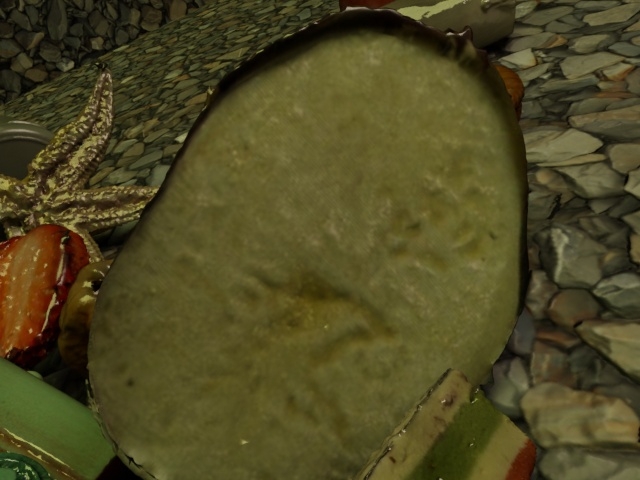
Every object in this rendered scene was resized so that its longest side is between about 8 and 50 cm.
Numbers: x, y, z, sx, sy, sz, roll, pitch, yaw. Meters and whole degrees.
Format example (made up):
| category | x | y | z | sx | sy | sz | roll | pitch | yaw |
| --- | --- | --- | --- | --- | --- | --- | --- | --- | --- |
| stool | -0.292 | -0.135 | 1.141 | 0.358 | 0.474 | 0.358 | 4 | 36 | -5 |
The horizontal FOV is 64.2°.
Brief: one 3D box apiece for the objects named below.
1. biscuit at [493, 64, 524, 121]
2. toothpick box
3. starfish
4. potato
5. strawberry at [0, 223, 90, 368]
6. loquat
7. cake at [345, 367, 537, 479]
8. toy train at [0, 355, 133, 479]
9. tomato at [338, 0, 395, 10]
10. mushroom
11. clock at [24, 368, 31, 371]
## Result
| category | x | y | z | sx | sy | sz | roll | pitch | yaw |
| --- | --- | --- | --- | --- | --- | --- | --- | --- | --- |
| biscuit | 0.177 | -0.187 | 0.732 | 0.220 | 0.066 | 0.221 | -12 | 36 | 9 |
| toothpick box | -0.579 | -0.120 | 0.917 | 0.229 | 0.229 | 0.316 | -40 | 38 | -24 |
| starfish | -0.378 | -0.076 | 0.737 | 0.398 | 0.132 | 0.384 | 37 | 66 | 14 |
| potato | 0.000 | 0.000 | 0.491 | 0.296 | 0.289 | 0.398 | -151 | 85 | -80 |
| strawberry | -0.317 | 0.067 | 0.563 | 0.121 | 0.082 | 0.188 | -14 | 50 | 4 |
| loquat | -0.199 | 0.080 | 0.521 | 0.137 | 0.137 | 0.113 | -25 | 45 | -4 |
| cake | 0.049 | 0.159 | 0.277 | 0.220 | 0.117 | 0.086 | -39 | 74 | -20 |
| toy train | -0.280 | 0.148 | 0.389 | 0.285 | 0.116 | 0.177 | 27 | 17 | 5 |
| tomato | 0.141 | -0.529 | 1.101 | 0.207 | 0.185 | 0.208 | -16 | 34 | 11 |
| mushroom | 0.184 | -0.375 | 0.919 | 0.406 | 0.138 | 0.154 | -21 | 46 | 6 |
| clock | -0.430 | 0.178 | 0.538 | 0.219 | 0.106 | 0.255 | -16 | 35 | 9 |
